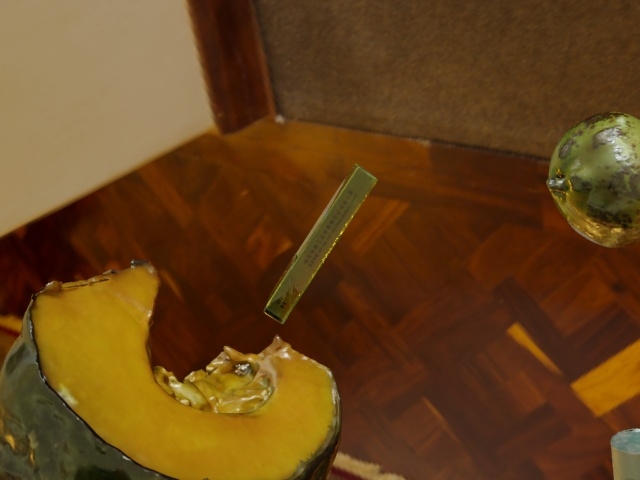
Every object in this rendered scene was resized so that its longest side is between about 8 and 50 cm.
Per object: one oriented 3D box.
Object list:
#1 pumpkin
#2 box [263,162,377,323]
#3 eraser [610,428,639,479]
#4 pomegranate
[{"bbox_3d":[-0.149,0.187,0.940,0.303,0.256,0.225,28,125,3],"label":"pumpkin"},{"bbox_3d":[0.000,0.000,1.225,0.030,0.193,0.121,34,-175,-3],"label":"box"},{"bbox_3d":[0.509,0.382,1.501,0.174,0.081,0.227,-5,106,15],"label":"eraser"},{"bbox_3d":[0.505,-0.111,1.701,0.276,0.204,0.222,-19,67,17],"label":"pomegranate"}]
